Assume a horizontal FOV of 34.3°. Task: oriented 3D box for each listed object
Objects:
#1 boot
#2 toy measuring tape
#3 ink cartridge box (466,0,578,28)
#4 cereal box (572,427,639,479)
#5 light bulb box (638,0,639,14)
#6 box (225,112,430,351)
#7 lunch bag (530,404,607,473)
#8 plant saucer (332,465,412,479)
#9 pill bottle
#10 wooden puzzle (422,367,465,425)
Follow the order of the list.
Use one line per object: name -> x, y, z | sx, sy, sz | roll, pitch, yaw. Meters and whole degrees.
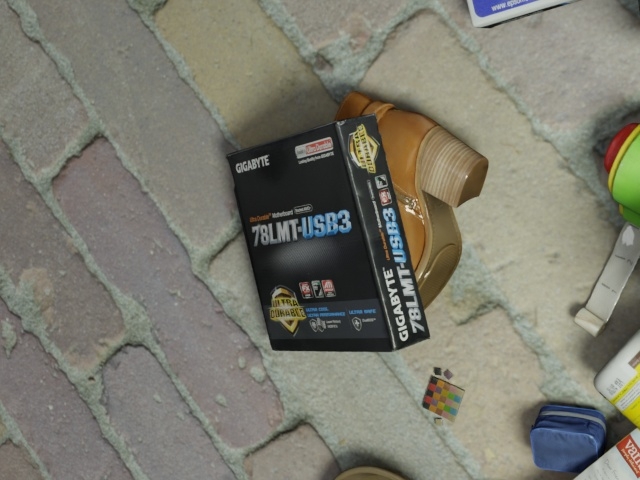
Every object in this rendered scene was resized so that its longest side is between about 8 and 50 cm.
boot -> 0.082, -0.042, 1.381 | 0.220, 0.109, 0.283 | 32, 124, 28
toy measuring tape -> 0.364, -0.029, 1.214 | 0.121, 0.121, 0.330 | 31, 112, 20
ink cartridge box -> 0.291, -0.437, 1.211 | 0.304, 0.072, 0.307 | -11, 93, 31
cereal box -> 0.343, 0.364, 1.236 | 0.240, 0.047, 0.173 | -44, 43, 18
light bulb box -> 0.468, -0.299, 0.931 | 0.358, 0.361, 0.225 | -8, 96, 16
box -> 0.000, 0.000, 1.383 | 0.295, 0.073, 0.293 | -7, 99, 56
lunch bag -> 0.316, 0.252, 1.329 | 0.098, 0.065, 0.067 | 4, 117, 27
plant saucer -> 0.109, 0.442, 1.453 | 0.278, 0.041, 0.278 | 18, 115, 42
pill bottle -> 0.438, 0.199, 1.221 | 0.215, 0.117, 0.117 | 43, 116, 15
wooden puzzle -> 0.170, 0.218, 1.434 | 0.049, 0.006, 0.083 | 24, 110, 23
